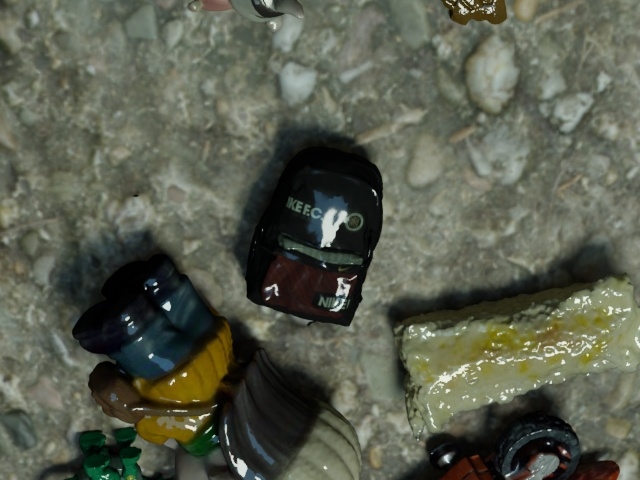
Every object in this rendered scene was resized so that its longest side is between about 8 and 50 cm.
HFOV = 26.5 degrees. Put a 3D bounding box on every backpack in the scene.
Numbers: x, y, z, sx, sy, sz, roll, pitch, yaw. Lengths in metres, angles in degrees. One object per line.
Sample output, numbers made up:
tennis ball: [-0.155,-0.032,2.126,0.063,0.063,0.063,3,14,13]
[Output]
backpack: [-0.003,-0.002,1.276,0.120,0.106,0.165,10,116,-6]

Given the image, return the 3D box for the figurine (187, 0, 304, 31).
figurine: [-0.063,-0.209,1.153,0.098,0.146,0.081,-26,116,7]

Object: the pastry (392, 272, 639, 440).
pastry: [0.197,0.102,1.356,0.258,0.089,0.121,-19,112,1]

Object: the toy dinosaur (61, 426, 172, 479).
toy dinosaur: [-0.218,0.249,1.398,0.132,0.059,0.096,-11,121,-10]

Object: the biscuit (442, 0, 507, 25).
biscuit: [0.146,-0.239,1.235,0.082,0.016,0.092,24,111,-16]

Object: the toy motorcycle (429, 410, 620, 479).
toy motorcycle: [0.167,0.300,1.438,0.298,0.089,0.171,-41,121,11]

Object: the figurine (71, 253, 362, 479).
figurine: [-0.084,0.171,1.307,0.204,0.185,0.332,-5,123,30]
